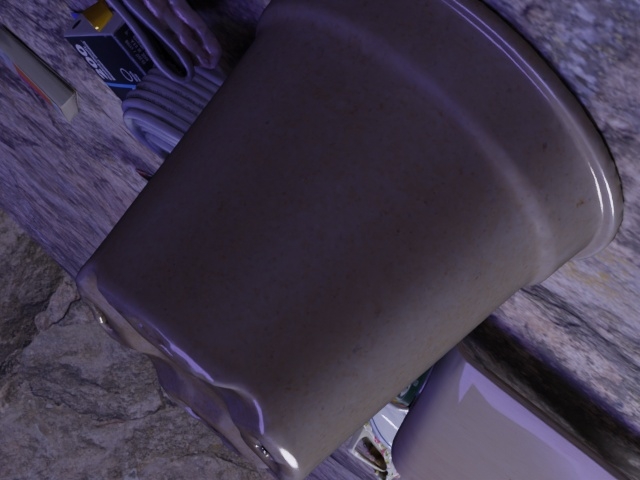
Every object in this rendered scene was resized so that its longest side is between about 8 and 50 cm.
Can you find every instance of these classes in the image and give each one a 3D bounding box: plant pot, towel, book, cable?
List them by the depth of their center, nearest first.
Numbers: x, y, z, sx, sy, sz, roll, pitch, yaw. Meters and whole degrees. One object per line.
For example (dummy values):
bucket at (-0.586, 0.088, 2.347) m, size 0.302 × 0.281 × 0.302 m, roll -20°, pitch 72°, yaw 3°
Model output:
plant pot at (0.000, 0.000, 1.011) m, size 0.334 × 0.305 × 0.334 m, roll 39°, pitch 164°, yaw 13°
towel at (-0.216, -0.281, 1.125) m, size 0.332 × 0.053 × 0.317 m, roll 51°, pitch -179°, yaw -20°
cable at (-0.067, -0.078, 1.285) m, size 0.257 × 0.089 × 0.257 m, roll 37°, pitch 175°, yaw -21°
book at (-0.406, -0.233, 1.914) m, size 0.144 × 0.035 × 0.096 m, roll 42°, pitch 168°, yaw 3°

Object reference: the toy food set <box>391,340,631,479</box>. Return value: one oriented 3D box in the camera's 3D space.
toy food set at (0.228, 0.238, 1.433) m, size 0.306 × 0.092 × 0.220 m, roll 37°, pitch 136°, yaw 15°

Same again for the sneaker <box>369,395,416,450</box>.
sneaker at (0.103, 0.205, 1.701) m, size 0.258 × 0.094 × 0.091 m, roll 53°, pitch 166°, yaw -31°

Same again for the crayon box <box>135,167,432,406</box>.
crayon box at (-0.044, 0.050, 1.355) m, size 0.318 × 0.081 × 0.202 m, roll 29°, pitch 175°, yaw 17°

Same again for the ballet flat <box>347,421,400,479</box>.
ballet flat at (0.061, 0.281, 2.042) m, size 0.241 × 0.077 × 0.091 m, roll 50°, pitch 164°, yaw -23°

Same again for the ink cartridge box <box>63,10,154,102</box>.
ink cartridge box at (-0.199, -0.172, 1.538) m, size 0.206 × 0.045 × 0.208 m, roll 50°, pitch 164°, yaw -26°

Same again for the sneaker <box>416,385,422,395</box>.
sneaker at (0.048, 0.089, 1.567) m, size 0.229 × 0.087 × 0.092 m, roll 46°, pitch 173°, yaw 13°

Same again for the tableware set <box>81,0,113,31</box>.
tableware set at (-0.224, -0.231, 1.200) m, size 0.104 × 0.024 × 0.154 m, roll 47°, pitch -178°, yaw -42°
